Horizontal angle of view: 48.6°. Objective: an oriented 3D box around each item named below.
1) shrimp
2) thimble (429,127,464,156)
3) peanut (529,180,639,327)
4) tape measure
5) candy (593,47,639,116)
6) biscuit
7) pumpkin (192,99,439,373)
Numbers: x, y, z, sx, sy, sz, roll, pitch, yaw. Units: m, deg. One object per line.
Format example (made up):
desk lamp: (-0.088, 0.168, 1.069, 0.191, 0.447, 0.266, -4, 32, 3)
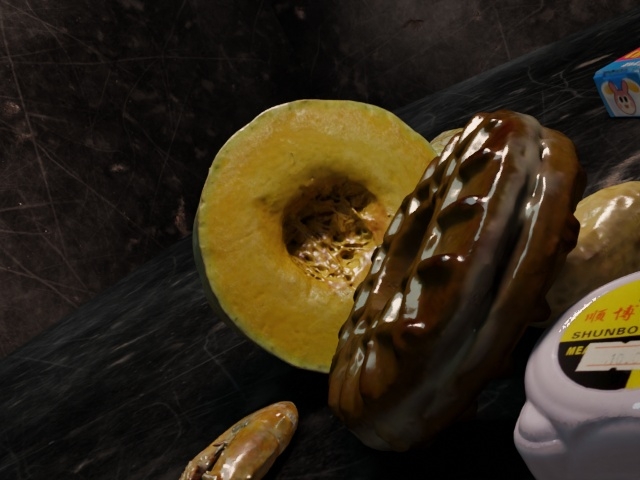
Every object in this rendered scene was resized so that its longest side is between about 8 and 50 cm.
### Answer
shrimp: (-0.090, 0.230, 0.740, 0.132, 0.051, 0.187, -35, 0, 27)
thimble: (0.241, -0.109, 1.184, 0.191, 0.137, 0.143, -6, 23, 33)
peanut: (0.265, 0.016, 0.710, 0.229, 0.098, 0.103, -30, -6, -11)
tape measure: (0.233, 0.096, 0.458, 0.196, 0.105, 0.178, -16, 24, 50)
candy: (0.663, -0.327, 1.251, 0.306, 0.100, 0.157, -28, 13, -3)
biscuit: (0.113, 0.031, 0.650, 0.332, 0.103, 0.332, -62, 4, 8)
pumpkin: (0.000, 0.000, 0.909, 0.332, 0.332, 0.199, -32, 0, -17)
